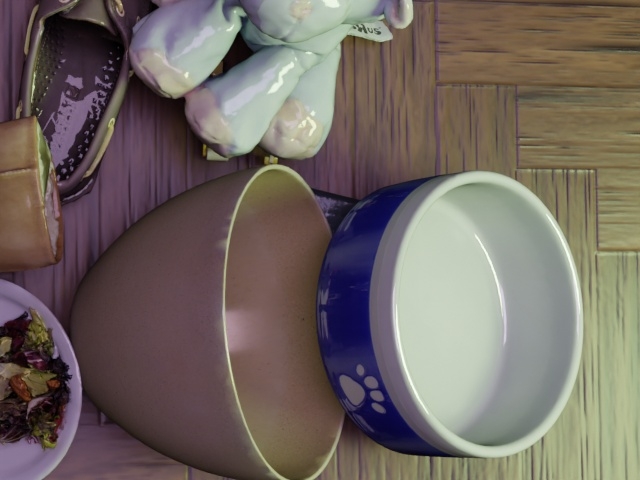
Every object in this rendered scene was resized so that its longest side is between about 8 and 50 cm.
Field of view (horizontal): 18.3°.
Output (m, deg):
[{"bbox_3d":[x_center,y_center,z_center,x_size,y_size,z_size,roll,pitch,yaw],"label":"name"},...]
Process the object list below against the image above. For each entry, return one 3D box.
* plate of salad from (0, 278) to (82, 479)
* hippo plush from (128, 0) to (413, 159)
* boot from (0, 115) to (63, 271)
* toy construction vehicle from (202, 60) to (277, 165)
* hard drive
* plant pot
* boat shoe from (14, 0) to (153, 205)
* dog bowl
[{"bbox_3d":[-0.305,0.131,1.771,0.200,0.048,0.200,2,96,22],"label":"plate of salad"},{"bbox_3d":[-0.005,-0.200,1.784,0.294,0.236,0.234,-10,88,-30],"label":"hippo plush"},{"bbox_3d":[-0.374,-0.080,1.751,0.269,0.089,0.236,-7,101,8],"label":"boot"},{"bbox_3d":[-0.076,-0.123,1.900,0.086,0.035,0.098,7,85,-14],"label":"toy construction vehicle"},{"bbox_3d":[0.000,0.000,1.918,0.135,0.022,0.094,14,83,-13],"label":"hard drive"},{"bbox_3d":[-0.111,0.082,1.783,0.191,0.284,0.284,-6,87,22],"label":"plant pot"},{"bbox_3d":[-0.218,-0.192,1.836,0.116,0.097,0.324,16,83,-14],"label":"boat shoe"},{"bbox_3d":[0.123,0.070,1.846,0.265,0.104,0.265,6,81,-43],"label":"dog bowl"}]
